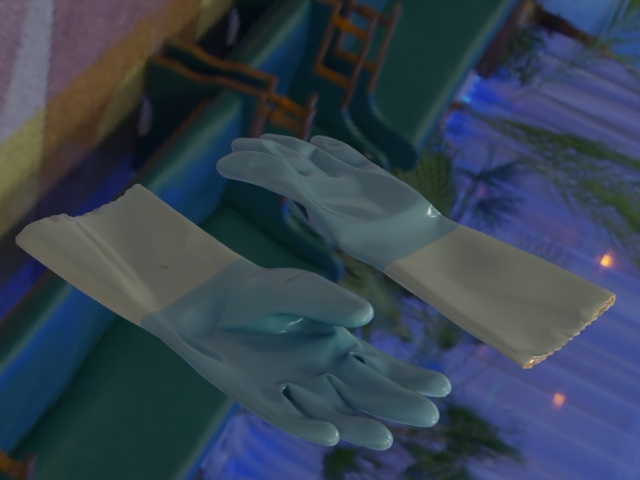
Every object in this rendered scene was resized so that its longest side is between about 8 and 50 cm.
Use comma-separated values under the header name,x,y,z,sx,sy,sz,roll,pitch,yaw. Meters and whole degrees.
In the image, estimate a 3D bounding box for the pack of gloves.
name,x,y,z,sx,sy,sz,roll,pitch,yaw
pack of gloves,0.000,0.000,0.610,0.195,0.232,0.046,-29,138,-39
